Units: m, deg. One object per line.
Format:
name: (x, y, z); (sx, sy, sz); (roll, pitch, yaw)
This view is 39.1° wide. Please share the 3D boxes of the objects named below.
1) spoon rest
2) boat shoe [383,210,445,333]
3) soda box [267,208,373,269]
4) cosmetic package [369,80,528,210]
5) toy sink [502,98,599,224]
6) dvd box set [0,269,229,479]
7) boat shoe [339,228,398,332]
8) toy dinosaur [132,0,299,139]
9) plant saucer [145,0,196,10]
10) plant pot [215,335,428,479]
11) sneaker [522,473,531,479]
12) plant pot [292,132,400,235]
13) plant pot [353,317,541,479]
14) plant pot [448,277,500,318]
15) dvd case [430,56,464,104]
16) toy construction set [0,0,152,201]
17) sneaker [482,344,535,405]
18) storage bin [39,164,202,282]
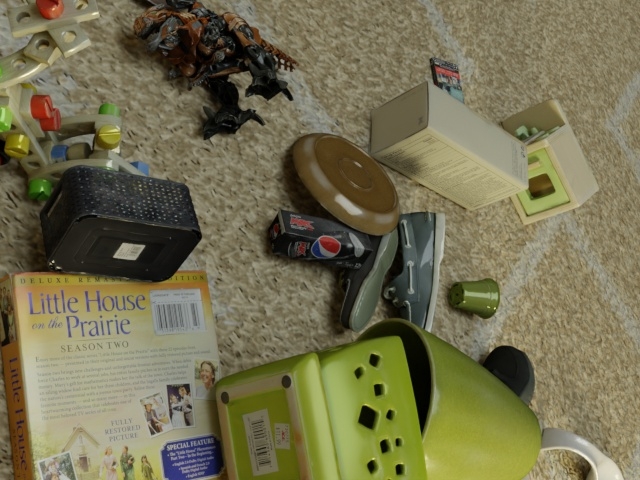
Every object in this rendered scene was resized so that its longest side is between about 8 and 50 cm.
spoon rest: (0.574, 0.493, 1.896); (0.276, 0.084, 0.137); (44, 49, -22)
boat shoe: (0.168, 0.092, 1.674); (0.099, 0.116, 0.320); (8, 69, 5)
soda box: (0.000, 0.000, 1.514); (0.168, 0.053, 0.060); (11, 41, -26)
cosmetic package: (0.260, -0.181, 1.802); (0.309, 0.160, 0.113); (26, 57, -36)
toy sink: (0.492, -0.176, 2.029); (0.131, 0.152, 0.234); (-32, 98, -45)
dvd box set: (-0.259, 0.249, 1.200); (0.307, 0.062, 0.421); (0, 75, -44)
boat shoe: (0.073, 0.064, 1.592); (0.081, 0.068, 0.228); (74, 32, -47)
toy dinosaur: (-0.148, -0.306, 1.469); (0.321, 0.164, 0.218); (-15, 71, -30)
plant saucer: (-0.270, -0.452, 1.485); (0.168, 0.029, 0.169); (18, 62, -38)
plant pot: (-0.012, 0.265, 1.253); (0.207, 0.227, 0.228); (2, 73, -48)
sneaker: (0.362, 0.529, 1.655); (0.103, 0.111, 0.252); (38, 51, -27)
plant pot: (0.055, -0.110, 1.601); (0.236, 0.032, 0.236); (28, 35, -22)
plant pot: (0.204, 0.296, 1.446); (0.293, 0.274, 0.275); (21, 60, -28)
plant pot: (0.301, 0.112, 1.791); (0.079, 0.083, 0.083); (8, 68, -29)
dvd case: (0.282, -0.341, 1.988); (0.087, 0.013, 0.120); (5, 70, -43)
toy construction set: (-0.341, -0.165, 1.137); (0.215, 0.328, 0.151); (0, 52, 1)
sneaker: (0.295, 0.299, 1.674); (0.140, 0.125, 0.341); (48, 45, -13)
storage bin: (-0.262, -0.018, 1.184); (0.180, 0.122, 0.084); (10, 46, -37)
